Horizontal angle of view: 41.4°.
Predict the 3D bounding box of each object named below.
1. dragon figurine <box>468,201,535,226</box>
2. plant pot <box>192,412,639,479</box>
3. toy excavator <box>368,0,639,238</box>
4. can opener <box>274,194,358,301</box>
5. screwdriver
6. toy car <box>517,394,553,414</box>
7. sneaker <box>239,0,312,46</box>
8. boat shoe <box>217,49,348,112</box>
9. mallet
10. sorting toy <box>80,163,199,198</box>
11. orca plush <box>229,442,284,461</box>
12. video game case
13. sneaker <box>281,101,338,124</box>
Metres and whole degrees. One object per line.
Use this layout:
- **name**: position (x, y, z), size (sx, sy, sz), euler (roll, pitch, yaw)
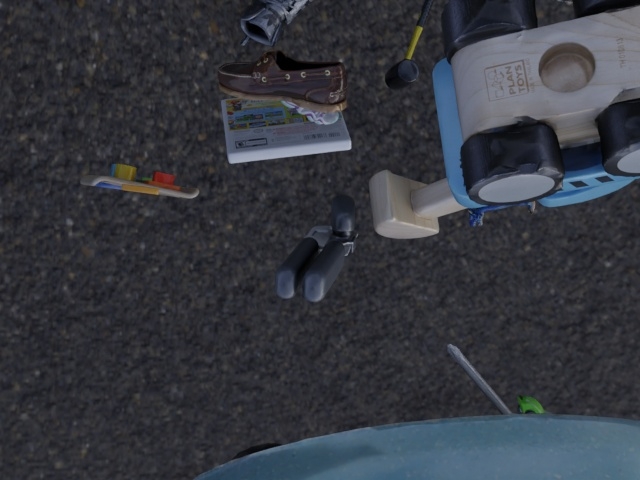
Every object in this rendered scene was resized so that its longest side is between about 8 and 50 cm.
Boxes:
- **dragon figurine**: position (0.413, -0.129, 1.866), size (0.144, 0.085, 0.289), euler (1, 144, -10)
- **plant pot**: position (0.068, 0.224, 0.370), size (0.293, 0.196, 0.293), euler (-2, 146, -1)
- **toy excavator**: position (0.239, -0.113, 1.069), size (0.433, 0.222, 0.445), euler (-11, 162, 15)
- **can opener**: position (0.000, 0.000, 1.205), size (0.076, 0.283, 0.095), euler (7, 106, 10)
- **screwdriver**: position (0.104, 0.102, 0.377), size (0.024, 0.025, 0.170), euler (-36, 120, 10)
- **toy car**: position (0.386, 0.362, 1.417), size (0.053, 0.239, 0.225), euler (-18, 92, 3)
- **sneaker**: position (-0.064, -0.463, 1.629), size (0.101, 0.153, 0.269), euler (39, 144, -19)
- **boat shoe**: position (-0.055, -0.238, 1.208), size (0.207, 0.073, 0.073), euler (11, 130, 21)
- **mallet**: position (0.153, -0.322, 1.300), size (0.039, 0.062, 0.189), euler (23, 89, -15)
- **sorting toy**: position (-0.342, -0.115, 1.601), size (0.196, 0.348, 0.047), euler (7, 92, -23)
- **orca plush**: position (-0.102, 0.231, 0.614), size (0.102, 0.287, 0.151), euler (43, 138, -1)
- **video game case**: position (-0.070, -0.222, 1.613), size (0.227, 0.206, 0.026), euler (-8, 129, -5)
- **sneaker**: position (-0.013, -0.215, 1.300), size (0.098, 0.038, 0.069), euler (22, 161, -5)
